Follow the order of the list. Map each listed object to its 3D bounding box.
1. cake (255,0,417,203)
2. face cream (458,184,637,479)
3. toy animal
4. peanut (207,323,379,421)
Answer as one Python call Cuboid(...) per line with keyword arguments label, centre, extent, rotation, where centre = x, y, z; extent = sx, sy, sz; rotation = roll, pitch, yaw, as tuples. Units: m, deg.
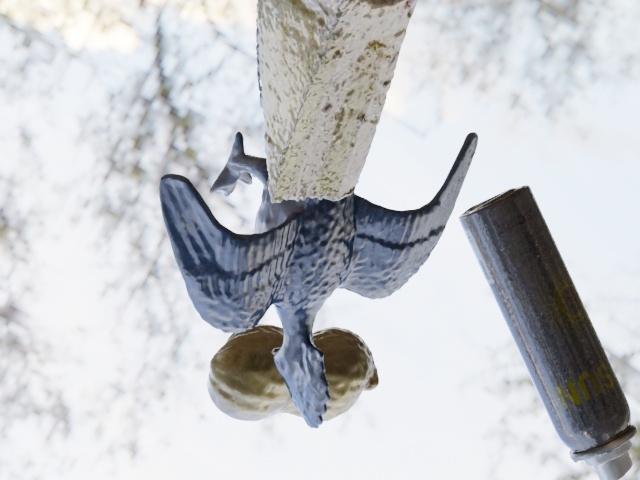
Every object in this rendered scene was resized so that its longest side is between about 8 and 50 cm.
Cuboid(label="cake", centre=(0.005, -0.062, 0.754), extent=(0.052, 0.121, 0.065), rotation=(-16, -149, -32))
Cuboid(label="face cream", centre=(0.216, 0.089, 1.733), extent=(0.283, 0.073, 0.073), rotation=(65, -152, -3))
Cuboid(label="toy animal", centre=(0.000, 0.000, 1.307), extent=(0.239, 0.255, 0.176), rotation=(-16, -122, -30))
Cuboid(label="peanut", centre=(-0.019, 0.105, 1.511), extent=(0.187, 0.082, 0.082), rotation=(4, -144, -44))
